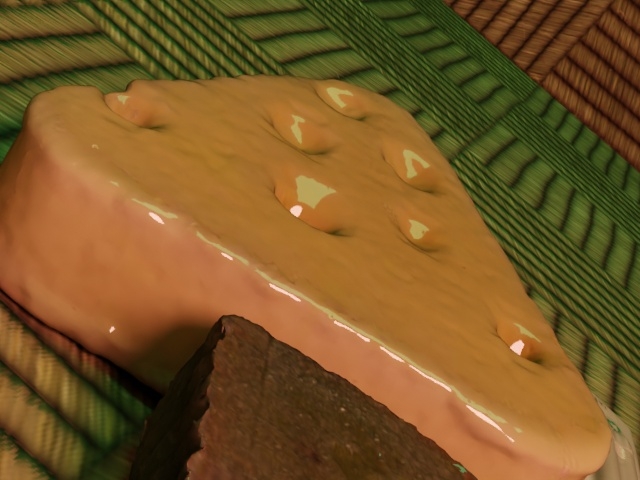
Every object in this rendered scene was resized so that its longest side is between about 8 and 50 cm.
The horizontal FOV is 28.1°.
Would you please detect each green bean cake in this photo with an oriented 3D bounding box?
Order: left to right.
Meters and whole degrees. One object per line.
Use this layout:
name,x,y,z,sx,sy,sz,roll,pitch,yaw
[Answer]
green bean cake,-0.009,0.142,0.606,0.173,0.094,0.181,35,20,-13

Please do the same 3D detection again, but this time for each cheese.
cheese,-0.001,0.000,0.836,0.384,0.104,0.384,27,28,-15

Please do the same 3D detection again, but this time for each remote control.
remote control,0.227,0.180,1.041,0.090,0.049,0.230,42,17,-5
